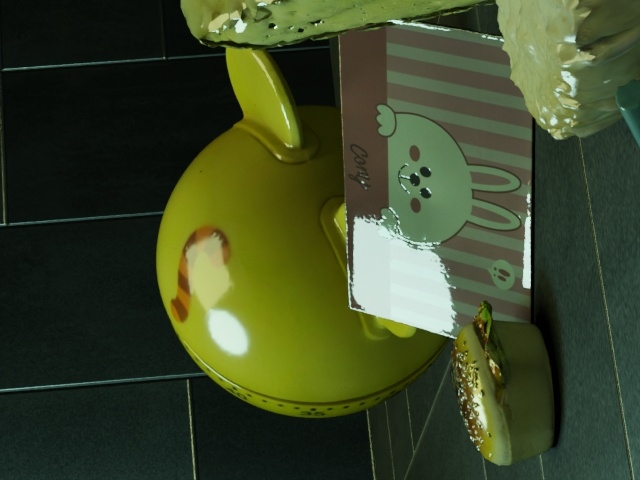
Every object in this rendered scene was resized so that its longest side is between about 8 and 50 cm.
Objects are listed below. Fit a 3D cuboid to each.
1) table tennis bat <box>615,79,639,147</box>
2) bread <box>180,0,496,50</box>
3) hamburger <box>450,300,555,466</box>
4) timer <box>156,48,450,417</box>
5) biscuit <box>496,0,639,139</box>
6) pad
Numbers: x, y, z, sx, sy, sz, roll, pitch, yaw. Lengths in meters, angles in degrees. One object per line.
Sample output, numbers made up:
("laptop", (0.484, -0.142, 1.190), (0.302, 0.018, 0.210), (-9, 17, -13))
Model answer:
("table tennis bat", (0.184, -0.020, 0.868), (0.155, 0.019, 0.100), (55, -152, -38))
("bread", (0.001, -0.300, 1.347), (0.279, 0.315, 0.248), (52, -151, -73))
("hamburger", (0.153, 0.123, 1.481), (0.126, 0.081, 0.141), (-104, 10, -61))
("timer", (0.000, 0.000, 1.824), (0.387, 0.376, 0.376), (97, 168, -57))
("biscuit", (0.155, -0.156, 1.109), (0.281, 0.084, 0.179), (-106, 12, -68))
("pad", (0.101, -0.049, 1.529), (0.005, 0.202, 0.300), (-32, -52, -47))
